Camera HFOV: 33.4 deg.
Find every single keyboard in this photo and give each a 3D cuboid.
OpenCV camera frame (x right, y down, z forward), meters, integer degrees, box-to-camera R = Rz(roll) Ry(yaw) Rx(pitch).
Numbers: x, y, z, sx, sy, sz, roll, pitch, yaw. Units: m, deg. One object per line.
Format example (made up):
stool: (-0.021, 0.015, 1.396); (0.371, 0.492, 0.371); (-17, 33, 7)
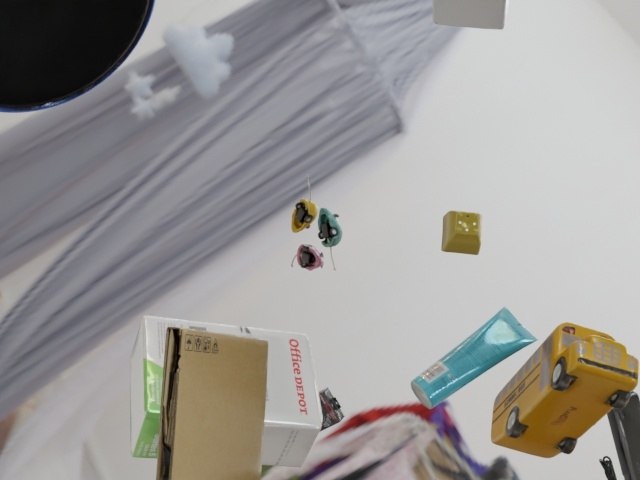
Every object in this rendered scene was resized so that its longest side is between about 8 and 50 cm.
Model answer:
keyboard: (0.625, 0.479, 2.150); (0.201, 0.033, 0.317); (-13, 87, -46)

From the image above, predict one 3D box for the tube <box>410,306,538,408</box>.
tube: (0.237, 0.184, 1.672); (0.080, 0.207, 0.052); (49, -17, 28)

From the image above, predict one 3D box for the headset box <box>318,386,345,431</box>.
headset box: (-0.003, 0.302, 1.883); (0.062, 0.083, 0.032); (59, 23, 0)

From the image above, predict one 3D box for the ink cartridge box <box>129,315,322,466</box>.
ink cartridge box: (-0.151, 0.235, 1.658); (0.198, 0.273, 0.114); (-101, -154, -46)

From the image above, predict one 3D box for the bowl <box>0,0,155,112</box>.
bowl: (-0.410, -0.349, 1.500); (0.077, 0.391, 0.391); (52, -3, 36)

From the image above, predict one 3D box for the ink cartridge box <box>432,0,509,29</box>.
ink cartridge box: (0.250, -0.495, 1.645); (0.201, 0.117, 0.278); (81, 20, -52)

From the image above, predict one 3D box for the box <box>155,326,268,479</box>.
box: (-0.111, 0.181, 1.140); (0.201, 0.021, 0.164); (21, 71, -66)

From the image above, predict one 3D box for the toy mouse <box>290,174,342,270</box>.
toy mouse: (0.000, 0.000, 1.700); (0.143, 0.031, 0.161); (50, -49, 38)

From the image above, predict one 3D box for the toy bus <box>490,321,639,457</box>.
toy bus: (0.375, 0.235, 1.665); (0.332, 0.108, 0.130); (113, -8, -54)

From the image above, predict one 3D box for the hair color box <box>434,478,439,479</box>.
hair color box: (0.263, 0.475, 1.614); (0.185, 0.113, 0.374); (31, -8, -2)

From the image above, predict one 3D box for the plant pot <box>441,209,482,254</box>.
plant pot: (0.300, -0.024, 2.227); (0.083, 0.081, 0.081); (98, -3, -71)
